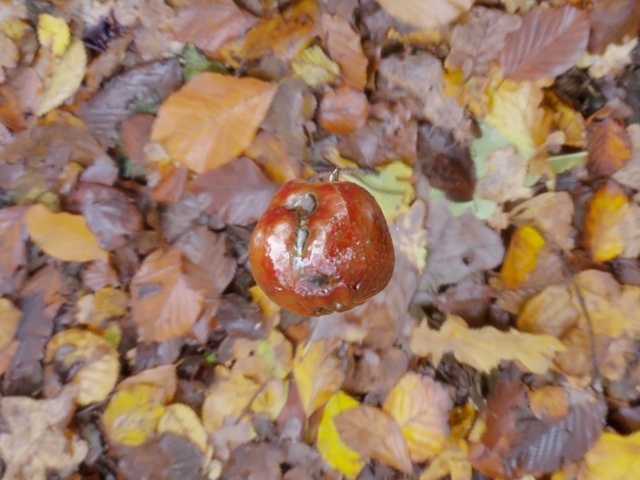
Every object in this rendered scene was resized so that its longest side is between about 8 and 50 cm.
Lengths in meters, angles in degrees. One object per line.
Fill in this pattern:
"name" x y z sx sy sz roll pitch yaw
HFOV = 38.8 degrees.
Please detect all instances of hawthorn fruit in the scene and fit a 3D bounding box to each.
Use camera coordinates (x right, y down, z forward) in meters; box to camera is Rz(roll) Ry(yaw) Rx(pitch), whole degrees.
"hawthorn fruit" 0.000 0.000 0.542 0.093 0.093 0.093 0 91 5
